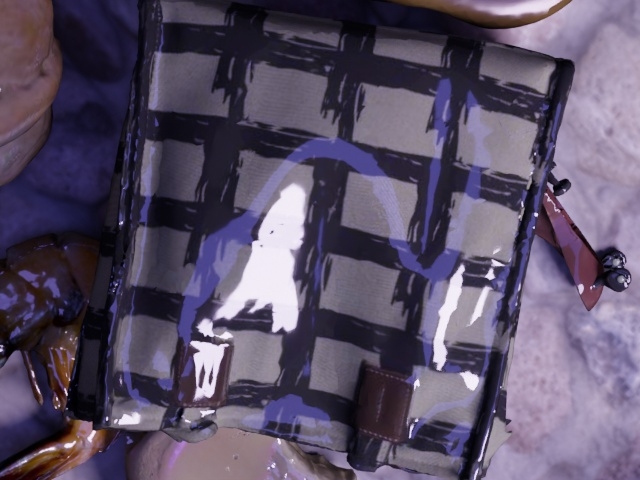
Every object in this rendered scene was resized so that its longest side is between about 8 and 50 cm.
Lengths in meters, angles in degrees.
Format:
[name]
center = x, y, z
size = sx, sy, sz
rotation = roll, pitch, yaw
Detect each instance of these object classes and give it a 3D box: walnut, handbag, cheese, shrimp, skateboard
[walnut]
center = -0.290, -0.118, 1.299
size = 0.224, 0.224, 0.224
rotation = -1, 101, -5
[handbag]
center = 0.000, 0.000, 1.332
size = 0.325, 0.162, 0.327
rotation = 10, 85, 0
[cheese]
center = -0.028, 0.225, 1.451
size = 0.163, 0.082, 0.286
rotation = -43, 104, 5
[shrimp]
center = -0.254, 0.121, 1.420
size = 0.289, 0.075, 0.178
rotation = -38, 105, -10
[skateboard]
center = 0.176, -0.009, 1.435
size = 0.080, 0.067, 0.151
rotation = -34, 97, 13

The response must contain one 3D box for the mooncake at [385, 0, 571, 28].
[mooncake]
center = 0.102, -0.276, 1.341
size = 0.234, 0.117, 0.235
rotation = -1, 99, -6
